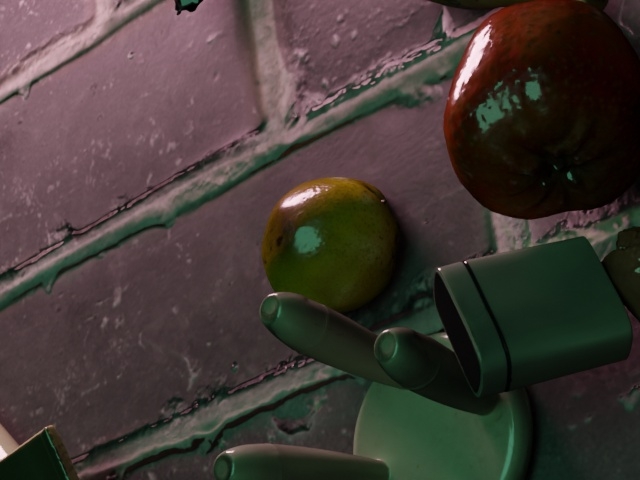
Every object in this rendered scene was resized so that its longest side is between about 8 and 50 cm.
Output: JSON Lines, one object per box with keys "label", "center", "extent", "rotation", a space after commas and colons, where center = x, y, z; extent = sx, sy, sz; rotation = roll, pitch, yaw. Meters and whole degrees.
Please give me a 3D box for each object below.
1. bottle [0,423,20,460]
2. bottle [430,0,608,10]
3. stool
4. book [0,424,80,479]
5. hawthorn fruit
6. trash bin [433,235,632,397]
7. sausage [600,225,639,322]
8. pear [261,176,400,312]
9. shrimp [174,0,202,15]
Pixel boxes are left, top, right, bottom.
{"label": "bottle", "center": [-0.358, 0.237, 2.156], "extent": [0.201, 0.072, 0.072], "rotation": [39, 105, 43]}
{"label": "bottle", "center": [0.147, -0.247, 1.802], "extent": [0.270, 0.083, 0.083], "rotation": [21, 92, 44]}
{"label": "stool", "center": [0.047, 0.159, 1.697], "extent": [0.195, 0.199, 0.195], "rotation": [16, 90, 47]}
{"label": "book", "center": [-0.276, 0.355, 2.017], "extent": [0.201, 0.026, 0.289], "rotation": [-36, 72, 30]}
{"label": "hawthorn fruit", "center": [0.186, -0.123, 1.670], "extent": [0.179, 0.179, 0.200], "rotation": [-37, 42, 31]}
{"label": "trash bin", "center": [0.170, 0.060, 1.614], "extent": [0.059, 0.130, 0.116], "rotation": [92, 161, -50]}
{"label": "sausage", "center": [0.301, 0.108, 1.553], "extent": [0.078, 0.078, 0.304], "rotation": [-42, 50, 27]}
{"label": "pear", "center": [0.000, 0.000, 1.860], "extent": [0.141, 0.104, 0.141], "rotation": [-16, 65, 37]}
{"label": "shrimp", "center": [-0.201, -0.368, 2.200], "extent": [0.233, 0.071, 0.365], "rotation": [-44, 51, 38]}
